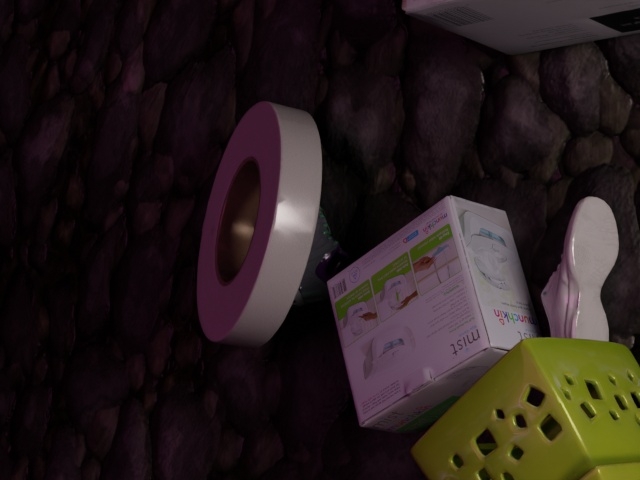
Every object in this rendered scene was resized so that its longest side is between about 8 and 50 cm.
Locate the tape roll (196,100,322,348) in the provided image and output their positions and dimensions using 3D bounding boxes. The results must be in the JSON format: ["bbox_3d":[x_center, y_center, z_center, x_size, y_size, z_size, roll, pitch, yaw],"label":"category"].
[{"bbox_3d":[-0.102,-0.024,2.220,0.392,0.072,0.392,-168,90,-71],"label":"tape roll"}]

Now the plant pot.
[{"bbox_3d":[0.284,0.265,1.679,0.227,0.228,0.207,-49,53,29],"label":"plant pot"}]

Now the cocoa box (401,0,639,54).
[{"bbox_3d":[0.309,-0.392,1.801,0.347,0.231,0.228,-3,77,49],"label":"cocoa box"}]

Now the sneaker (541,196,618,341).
[{"bbox_3d":[0.319,0.050,1.807,0.094,0.080,0.212,-2,80,61],"label":"sneaker"}]

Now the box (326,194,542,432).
[{"bbox_3d":[0.152,0.106,1.942,0.262,0.126,0.231,-37,55,38],"label":"box"}]

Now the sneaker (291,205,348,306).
[{"bbox_3d":[0.000,0.000,2.211,0.098,0.083,0.224,-4,64,13],"label":"sneaker"}]
